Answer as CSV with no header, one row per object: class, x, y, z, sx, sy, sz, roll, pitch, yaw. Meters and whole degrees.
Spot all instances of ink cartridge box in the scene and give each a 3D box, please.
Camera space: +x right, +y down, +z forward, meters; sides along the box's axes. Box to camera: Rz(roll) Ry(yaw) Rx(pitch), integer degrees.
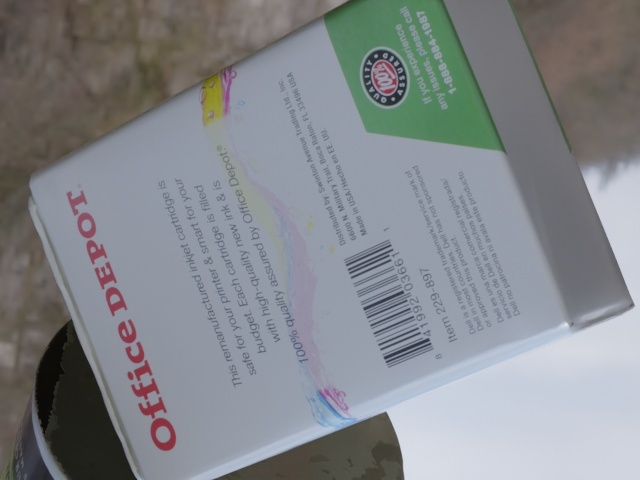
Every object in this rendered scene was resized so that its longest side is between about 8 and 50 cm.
ink cartridge box,0.000,0.000,0.726,0.212,0.154,0.093,-25,173,26

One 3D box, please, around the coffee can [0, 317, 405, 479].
coffee can,-0.095,0.193,0.959,0.202,0.275,0.201,16,-144,-12
